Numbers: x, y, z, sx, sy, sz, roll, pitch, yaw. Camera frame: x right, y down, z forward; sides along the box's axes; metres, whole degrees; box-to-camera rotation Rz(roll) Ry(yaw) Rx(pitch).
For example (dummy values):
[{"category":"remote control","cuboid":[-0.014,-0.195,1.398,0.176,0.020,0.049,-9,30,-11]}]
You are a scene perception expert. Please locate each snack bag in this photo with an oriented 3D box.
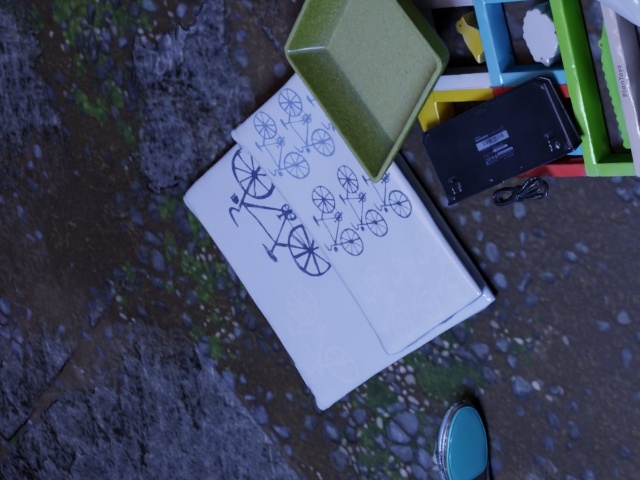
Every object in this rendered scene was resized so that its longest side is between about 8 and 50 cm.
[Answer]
[{"category":"snack bag","cuboid":[0.000,0.000,2.019,0.323,0.037,0.342,56,138,3]}]

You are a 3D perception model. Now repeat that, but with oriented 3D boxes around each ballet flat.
[{"category":"ballet flat","cuboid":[0.152,0.259,2.004,0.070,0.070,0.188,5,112,42]}]

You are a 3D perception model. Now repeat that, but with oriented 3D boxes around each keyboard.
[{"category":"keyboard","cuboid":[0.179,-0.084,1.766,0.180,0.023,0.108,-25,89,49]}]

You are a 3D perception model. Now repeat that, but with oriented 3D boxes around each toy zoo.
[{"category":"toy zoo","cuboid":[0.182,-0.154,1.762,0.293,0.030,0.192,1,113,44]}]

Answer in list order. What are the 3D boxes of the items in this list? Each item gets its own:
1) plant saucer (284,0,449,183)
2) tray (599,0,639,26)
[{"category":"plant saucer","cuboid":[0.054,-0.186,1.810,0.188,0.045,0.188,56,144,23]},{"category":"tray","cuboid":[0.269,-0.327,1.559,0.145,0.030,0.270,36,126,23]}]
